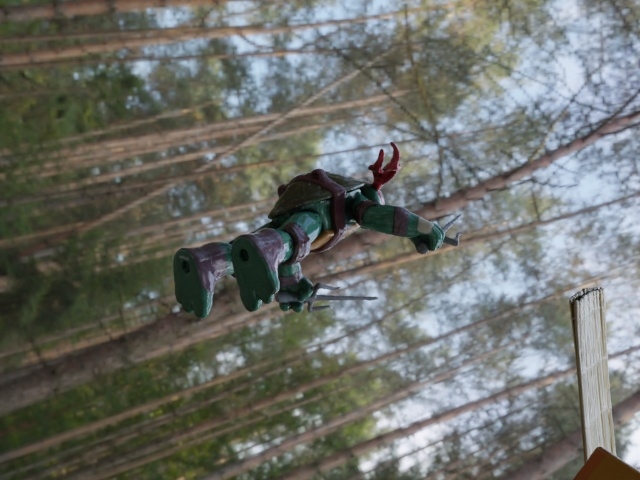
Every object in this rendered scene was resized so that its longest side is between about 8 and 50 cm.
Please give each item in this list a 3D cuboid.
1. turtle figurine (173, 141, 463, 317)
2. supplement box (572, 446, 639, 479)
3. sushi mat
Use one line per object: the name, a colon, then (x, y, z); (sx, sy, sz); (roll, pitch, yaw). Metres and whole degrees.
turtle figurine: (0.000, 0.000, 0.812); (0.175, 0.234, 0.118); (-36, -103, 45)
supplement box: (0.356, 0.303, 1.027); (0.080, 0.078, 0.233); (40, -4, -16)
sushi mat: (0.349, 0.217, 1.227); (0.019, 0.151, 0.316); (-4, -86, 30)
